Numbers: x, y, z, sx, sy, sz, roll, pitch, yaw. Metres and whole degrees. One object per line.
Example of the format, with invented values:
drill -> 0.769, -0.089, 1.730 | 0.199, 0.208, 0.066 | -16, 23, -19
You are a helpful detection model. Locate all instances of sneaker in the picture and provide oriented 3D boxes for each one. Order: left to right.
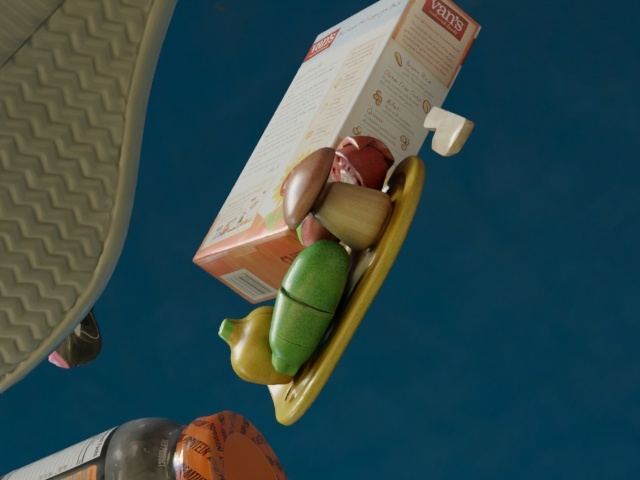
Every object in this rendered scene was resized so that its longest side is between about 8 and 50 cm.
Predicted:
sneaker -> -0.114, -0.066, 0.474 | 0.255, 0.094, 0.151 | -62, -145, 20
sneaker -> -0.200, 0.022, 1.161 | 0.178, 0.077, 0.072 | 62, -38, 36

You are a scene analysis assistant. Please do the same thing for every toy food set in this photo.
toy food set -> 0.000, 0.000, 0.846 | 0.071, 0.128, 0.217 | 27, -77, -8

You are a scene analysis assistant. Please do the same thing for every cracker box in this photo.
cracker box -> 0.012, -0.072, 1.084 | 0.067, 0.232, 0.156 | 36, -24, -20

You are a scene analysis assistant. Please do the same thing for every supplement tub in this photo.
supplement tub -> -0.181, 0.257, 1.112 | 0.316, 0.193, 0.193 | -23, -90, 16
